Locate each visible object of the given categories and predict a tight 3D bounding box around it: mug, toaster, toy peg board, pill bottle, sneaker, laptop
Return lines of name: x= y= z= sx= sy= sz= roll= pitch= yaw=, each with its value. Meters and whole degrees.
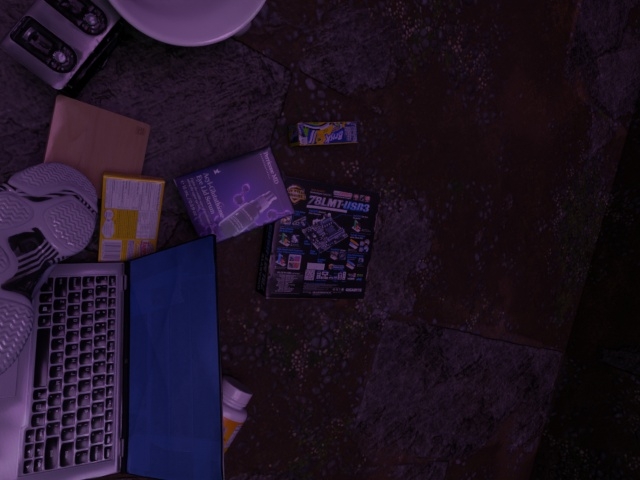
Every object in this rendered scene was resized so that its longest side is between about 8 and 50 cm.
mug: x=-0.239 y=-0.509 z=0.681 sx=0.276 sy=0.328 sz=0.374 roll=-37 pitch=154 yaw=7
toaster: x=-0.419 y=-0.339 z=0.683 sx=0.110 sy=0.185 sz=0.168 roll=39 pitch=86 yaw=-26
toy peg board: x=-0.430 y=-0.165 z=0.764 sx=0.160 sy=0.079 sz=0.161 roll=10 pitch=94 yaw=-47
pill bottle: x=-0.249 y=0.426 z=0.927 sx=0.117 sy=0.117 sz=0.215 roll=38 pitch=78 yaw=-29
sneaker: x=-0.487 y=0.045 z=0.606 sx=0.137 sy=0.210 sz=0.366 roll=43 pitch=39 yaw=-40
laptop: x=-0.382 y=0.200 z=0.646 sx=0.408 sy=0.236 sz=0.382 roll=0 pitch=75 yaw=-22

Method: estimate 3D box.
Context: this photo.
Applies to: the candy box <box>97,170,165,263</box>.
candy box: x=-0.372 y=-0.031 z=0.791 sx=0.105 sy=0.027 sz=0.206 roll=1 pitch=121 yaw=-32

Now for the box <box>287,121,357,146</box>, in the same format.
box: x=0.007 y=-0.262 z=1.001 sx=0.169 sy=0.059 sz=0.054 roll=-10 pitch=101 yaw=-29

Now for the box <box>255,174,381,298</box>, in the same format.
box: x=0.000 y=0.000 z=1.032 sx=0.295 sy=0.073 sz=0.293 roll=5 pitch=95 yaw=-30

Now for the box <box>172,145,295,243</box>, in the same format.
box: x=-0.177 y=-0.093 z=0.854 sx=0.207 sy=0.108 sz=0.153 roll=-23 pitch=101 yaw=-8
